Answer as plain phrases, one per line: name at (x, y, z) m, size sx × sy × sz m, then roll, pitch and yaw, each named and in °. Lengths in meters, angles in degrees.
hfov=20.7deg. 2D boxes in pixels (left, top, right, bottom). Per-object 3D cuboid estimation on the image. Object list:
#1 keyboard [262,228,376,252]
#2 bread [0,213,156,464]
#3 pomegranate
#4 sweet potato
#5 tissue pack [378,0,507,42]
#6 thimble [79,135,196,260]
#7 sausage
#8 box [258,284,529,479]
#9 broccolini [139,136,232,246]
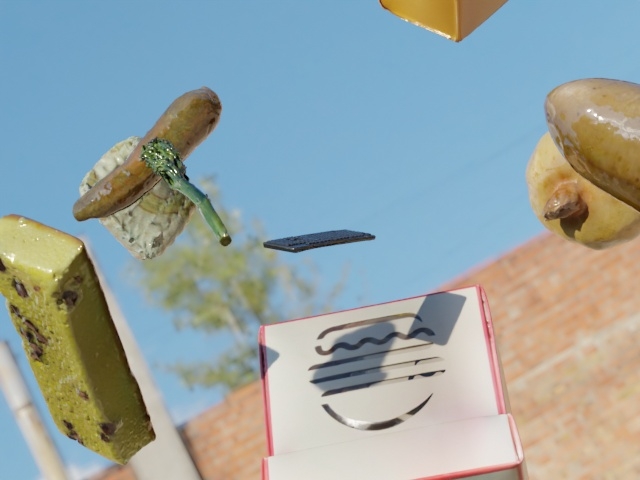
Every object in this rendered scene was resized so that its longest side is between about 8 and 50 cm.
keyboard at (0.000, 0.000, 2.028) m, size 0.053 × 0.010 × 0.155 m, roll 10°, pitch 12°, yaw 37°
bread at (-0.304, 0.122, 2.113) m, size 0.077 × 0.138 × 0.361 m, roll -46°, pitch -37°, yaw -28°
pomegranate at (0.395, -0.089, 2.494) m, size 0.207 × 0.207 × 0.207 m, roll -26°, pitch -20°, yaw -10°
sweet potato at (-0.236, -0.115, 2.453) m, size 0.273 × 0.075 × 0.075 m, roll -46°, pitch -15°, yaw -16°
tissue pack at (0.207, -0.428, 2.367) m, size 0.274 × 0.145 × 0.194 m, roll -42°, pitch -39°, yaw -34°
thimble at (-0.283, -0.062, 2.700) m, size 0.137 × 0.143 × 0.190 m, roll -30°, pitch 23°, yaw 25°
sausage at (0.428, -0.018, 1.620) m, size 0.123 × 0.500 × 0.136 m, roll -57°, pitch -10°, yaw -11°
box at (0.101, 0.280, 2.224) m, size 0.314 × 0.300 × 0.312 m, roll -11°, pitch -43°, yaw 6°
broccolini at (-0.170, -0.064, 2.286) m, size 0.051 × 0.239 × 0.054 m, roll -26°, pitch -48°, yaw -17°
